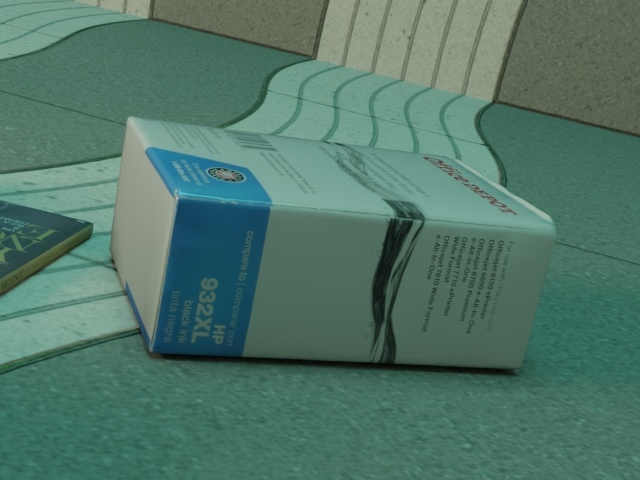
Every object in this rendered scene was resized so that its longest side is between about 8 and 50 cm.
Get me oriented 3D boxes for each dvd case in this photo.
[{"bbox_3d":[-0.305,-0.003,0.948,0.164,0.018,0.221,14,17,7],"label":"dvd case"}]

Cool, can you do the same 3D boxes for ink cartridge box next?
[{"bbox_3d":[0.000,0.000,0.943,0.307,0.129,0.223,5,17,-20],"label":"ink cartridge box"}]
